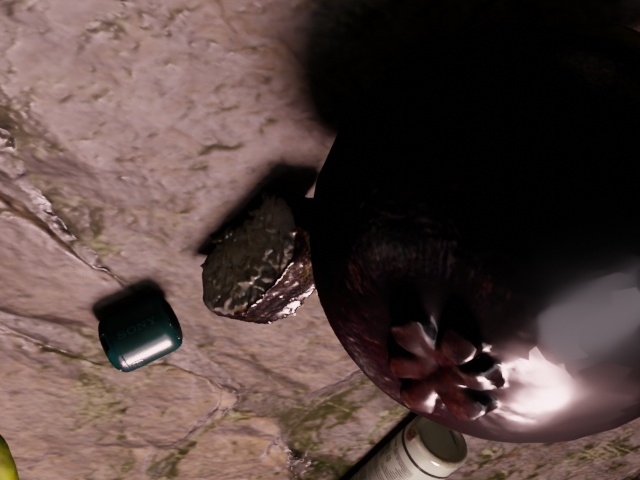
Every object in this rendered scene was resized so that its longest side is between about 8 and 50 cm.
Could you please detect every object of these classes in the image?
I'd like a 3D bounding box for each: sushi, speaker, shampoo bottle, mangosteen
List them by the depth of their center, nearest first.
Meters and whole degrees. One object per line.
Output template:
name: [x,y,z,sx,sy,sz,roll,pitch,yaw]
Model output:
mangosteen: [0.194,-0.033,1.506,0.435,0.382,0.382,-52,170,-36]
sushi: [-0.046,0.020,1.641,0.078,0.090,0.150,4,140,-47]
speaker: [-0.175,0.089,1.709,0.075,0.060,0.094,-25,-173,1]
shampoo bottle: [0.083,0.325,2.251,0.085,0.085,0.262,3,142,-40]

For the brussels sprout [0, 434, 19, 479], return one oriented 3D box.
brussels sprout: [-0.399,0.252,1.696,0.223,0.161,0.223,-24,157,-11]
